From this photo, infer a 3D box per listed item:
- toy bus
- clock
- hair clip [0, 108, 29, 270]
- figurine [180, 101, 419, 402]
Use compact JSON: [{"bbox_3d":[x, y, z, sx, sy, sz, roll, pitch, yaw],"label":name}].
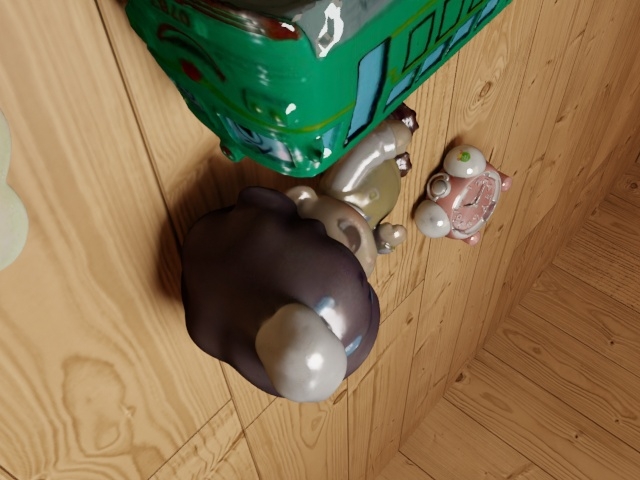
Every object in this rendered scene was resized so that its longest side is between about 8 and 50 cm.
[{"bbox_3d":[0.026,-0.205,0.470,0.343,0.184,0.199,-44,156,-22],"label":"toy bus"},{"bbox_3d":[0.233,-0.077,1.078,0.162,0.093,0.165,13,109,-53],"label":"clock"},{"bbox_3d":[-0.260,0.002,0.357,0.218,0.071,0.159,-60,152,-2],"label":"hair clip"},{"bbox_3d":[0.019,0.008,0.670,0.365,0.206,0.218,-41,164,-32],"label":"figurine"}]
